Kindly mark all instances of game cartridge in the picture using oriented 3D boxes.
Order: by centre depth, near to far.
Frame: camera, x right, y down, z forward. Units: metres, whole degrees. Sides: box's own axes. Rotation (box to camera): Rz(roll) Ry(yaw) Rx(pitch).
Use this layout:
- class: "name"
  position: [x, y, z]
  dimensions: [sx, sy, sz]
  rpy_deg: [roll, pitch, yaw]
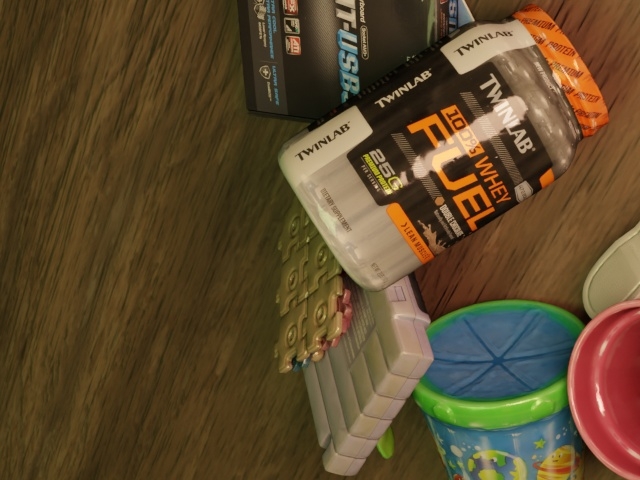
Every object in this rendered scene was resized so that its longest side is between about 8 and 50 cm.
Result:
- class: "game cartridge"
  position: [0.043, 0.090, 1.565]
  dimensions: [0.230, 0.068, 0.355]
  rpy_deg: [-56, 31, 32]

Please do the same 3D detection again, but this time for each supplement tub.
- class: "supplement tub"
  position: [0.139, -0.108, 1.391]
  dimensions: [0.338, 0.207, 0.207]
  rpy_deg: [-34, 89, 5]

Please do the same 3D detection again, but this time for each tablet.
- class: "tablet"
  position: [0.154, -0.286, 1.505]
  dimensions: [0.054, 0.006, 0.083]
  rpy_deg: [-26, 94, 38]

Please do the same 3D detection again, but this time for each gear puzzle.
- class: "gear puzzle"
  position: [0.000, 0.000, 1.591]
  dimensions: [0.175, 0.044, 0.339]
  rpy_deg: [-41, 41, 51]

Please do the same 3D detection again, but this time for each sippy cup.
- class: "sippy cup"
  position: [0.236, 0.227, 1.537]
  dimensions: [0.305, 0.240, 0.224]
  rpy_deg: [17, 130, 45]

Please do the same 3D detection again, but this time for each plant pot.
- class: "plant pot"
  position: [0.408, 0.162, 1.370]
  dimensions: [0.201, 0.180, 0.201]
  rpy_deg: [1, 91, 44]

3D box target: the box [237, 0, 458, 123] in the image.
- class: "box"
  position: [0.030, -0.289, 1.541]
  dimensions: [0.293, 0.073, 0.296]
  rpy_deg: [12, 117, 31]

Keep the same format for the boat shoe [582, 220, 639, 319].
- class: "boat shoe"
  position: [0.426, -0.006, 1.390]
  dimensions: [0.302, 0.091, 0.114]
  rpy_deg: [-45, 43, 38]
